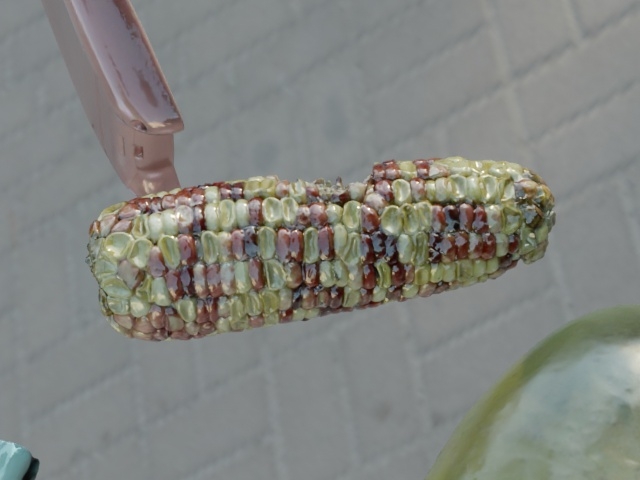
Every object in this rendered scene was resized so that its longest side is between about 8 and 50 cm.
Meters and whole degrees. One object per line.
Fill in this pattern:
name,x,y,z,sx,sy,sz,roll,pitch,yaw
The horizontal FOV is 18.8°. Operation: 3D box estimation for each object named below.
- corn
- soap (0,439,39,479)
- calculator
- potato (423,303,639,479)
corn,0.000,0.000,1.193,0.289,0.098,0.098,-11,52,-2
soap,-0.322,0.267,1.495,0.150,0.094,0.261,-30,34,57
calculator,-0.186,-0.187,1.478,0.048,0.220,0.330,-22,72,-10
potato,0.162,0.190,1.113,0.221,0.243,0.326,24,66,25
